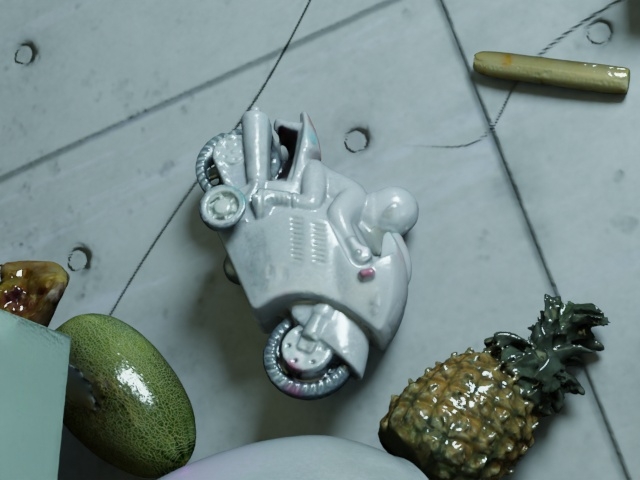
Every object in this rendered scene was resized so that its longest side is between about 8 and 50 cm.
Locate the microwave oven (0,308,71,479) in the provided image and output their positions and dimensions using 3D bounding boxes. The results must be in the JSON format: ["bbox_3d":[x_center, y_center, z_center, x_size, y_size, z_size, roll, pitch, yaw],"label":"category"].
[{"bbox_3d":[-0.347,0.156,0.931,0.295,0.181,0.237,-10,67,28],"label":"microwave oven"}]

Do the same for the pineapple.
[{"bbox_3d":[0.138,0.112,1.042,0.197,0.108,0.108,-41,65,-9],"label":"pineapple"}]

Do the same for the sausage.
[{"bbox_3d":[0.188,-0.139,1.129,0.132,0.024,0.024,10,78,21],"label":"sausage"}]

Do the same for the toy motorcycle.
[{"bbox_3d":[0.000,0.000,1.120,0.171,0.110,0.260,-20,61,-4],"label":"toy motorcycle"}]

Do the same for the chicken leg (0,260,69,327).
[{"bbox_3d":[-0.250,0.221,1.081,0.295,0.182,0.409,24,95,15],"label":"chicken leg"}]

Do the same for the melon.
[{"bbox_3d":[-0.167,0.130,1.137,0.099,0.099,0.162,-45,69,3],"label":"melon"}]

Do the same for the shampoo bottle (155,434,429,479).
[{"bbox_3d":[-0.040,0.279,0.933,0.266,0.273,0.273,-14,67,-16],"label":"shampoo bottle"}]
